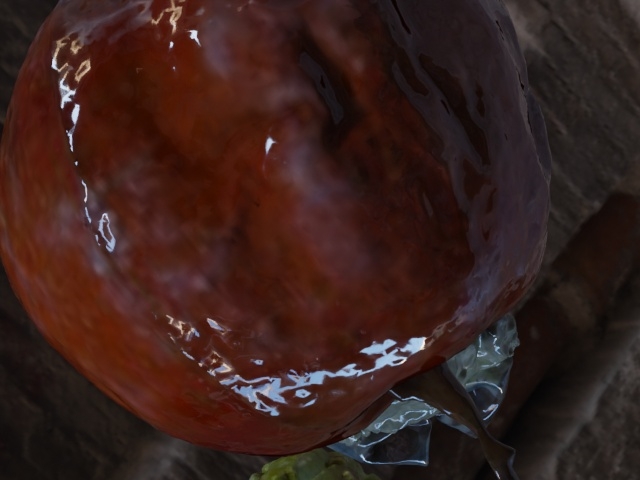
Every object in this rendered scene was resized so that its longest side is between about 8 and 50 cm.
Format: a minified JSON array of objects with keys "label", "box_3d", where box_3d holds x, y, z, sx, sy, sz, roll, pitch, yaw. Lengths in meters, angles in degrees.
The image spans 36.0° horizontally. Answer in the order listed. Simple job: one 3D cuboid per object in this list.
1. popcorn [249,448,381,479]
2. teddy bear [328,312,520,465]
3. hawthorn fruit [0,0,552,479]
[{"label":"popcorn","box_3d":[0.004,0.320,1.034,0.221,0.183,0.204,34,-147,-45]},{"label":"teddy bear","box_3d":[0.018,-0.008,0.856,0.375,0.327,0.362,63,179,22]},{"label":"hawthorn fruit","box_3d":[0.000,0.000,0.422,0.272,0.242,0.242,59,162,9]}]
